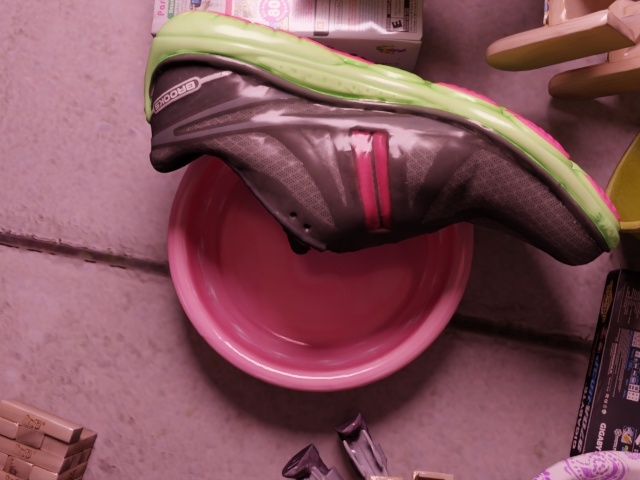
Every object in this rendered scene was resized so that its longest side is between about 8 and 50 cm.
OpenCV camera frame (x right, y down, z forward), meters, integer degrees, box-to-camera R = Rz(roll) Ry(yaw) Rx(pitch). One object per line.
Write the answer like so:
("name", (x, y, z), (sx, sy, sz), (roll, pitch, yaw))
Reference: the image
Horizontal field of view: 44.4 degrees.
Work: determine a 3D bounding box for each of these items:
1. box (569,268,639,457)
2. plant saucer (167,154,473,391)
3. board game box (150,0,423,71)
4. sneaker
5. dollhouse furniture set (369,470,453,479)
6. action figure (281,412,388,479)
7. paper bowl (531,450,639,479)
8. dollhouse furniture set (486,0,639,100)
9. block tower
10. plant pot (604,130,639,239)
("box", (0.384, 0.156, 0.853), (0.175, 0.051, 0.220), (13, 83, 5))
("plant saucer", (0.000, 0.000, 0.879), (0.332, 0.084, 0.332), (0, 83, 2))
("board game box", (-0.032, -0.324, 0.918), (0.303, 0.097, 0.224), (3, 82, 2))
("sneaker", (0.051, -0.071, 0.779), (0.482, 0.185, 0.202), (20, 102, 9))
("dollhouse furniture set", (0.029, 0.299, 0.756), (0.182, 0.101, 0.161), (6, 65, 1))
("action figure", (0.077, 0.332, 0.826), (0.185, 0.099, 0.285), (-34, 85, -7))
("paper bowl", (0.286, 0.357, 0.736), (0.284, 0.148, 0.284), (2, 54, -3))
("dollhouse furniture set", (0.186, -0.364, 0.822), (0.256, 0.394, 0.362), (-4, 81, 45))
("block tower", (-0.348, 0.345, 0.850), (0.091, 0.097, 0.335), (19, 86, 5))
("plant pot", (0.534, -0.040, 0.742), (0.353, 0.366, 0.366), (40, 86, -2))
